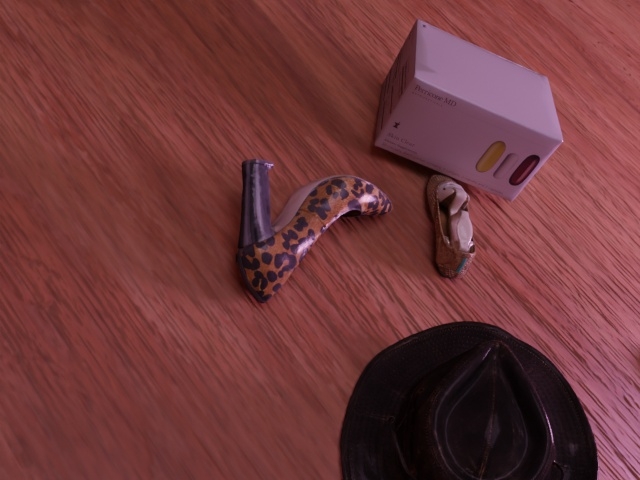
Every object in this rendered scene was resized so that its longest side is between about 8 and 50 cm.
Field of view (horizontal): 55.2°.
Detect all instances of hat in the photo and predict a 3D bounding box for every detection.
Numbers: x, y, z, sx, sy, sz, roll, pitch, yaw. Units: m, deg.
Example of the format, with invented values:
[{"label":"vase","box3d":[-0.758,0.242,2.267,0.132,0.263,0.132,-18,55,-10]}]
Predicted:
[{"label":"hat","box3d":[0.176,0.205,0.691,0.331,0.134,0.331,-1,50,1]}]

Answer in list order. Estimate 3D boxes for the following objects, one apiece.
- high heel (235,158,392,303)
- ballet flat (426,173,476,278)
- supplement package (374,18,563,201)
[{"label":"high heel","box3d":[0.000,0.000,0.855,0.261,0.093,0.186,7,77,-34]},{"label":"ballet flat","box3d":[0.212,-0.038,0.960,0.073,0.067,0.206,9,54,-15]},{"label":"supplement package","box3d":[0.245,-0.221,1.039,0.262,0.145,0.204,20,44,-9]}]
